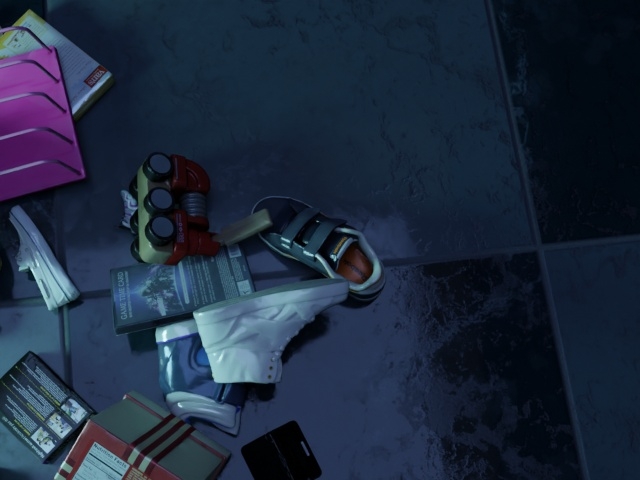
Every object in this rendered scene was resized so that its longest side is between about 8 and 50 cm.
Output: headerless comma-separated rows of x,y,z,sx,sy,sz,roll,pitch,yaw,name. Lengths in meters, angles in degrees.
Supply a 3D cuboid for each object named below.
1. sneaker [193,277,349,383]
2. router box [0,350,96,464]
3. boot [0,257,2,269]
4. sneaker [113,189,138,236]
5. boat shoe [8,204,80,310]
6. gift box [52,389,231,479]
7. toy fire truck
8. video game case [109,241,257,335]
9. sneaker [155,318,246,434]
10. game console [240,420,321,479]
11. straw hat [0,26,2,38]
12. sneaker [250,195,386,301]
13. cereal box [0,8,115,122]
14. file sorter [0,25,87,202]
-0.073,0.174,1.607,0.293,0.108,0.169,-14,95,-10,sneaker
-0.544,0.320,1.669,0.179,0.046,0.133,42,76,8,router box
-0.727,-0.060,1.670,0.104,0.211,0.295,-33,80,-5,boot
-0.402,-0.052,1.790,0.069,0.038,0.098,-35,80,-14,sneaker
-0.571,0.035,1.727,0.076,0.083,0.226,-34,80,-14,boat shoe
-0.345,0.444,1.548,0.255,0.258,0.276,36,97,6,gift box
-0.243,-0.062,1.753,0.247,0.158,0.216,8,61,-29,toy fire truck
-0.273,0.090,1.707,0.274,0.026,0.196,-13,35,-8,video game case
-0.152,0.252,1.693,0.323,0.130,0.236,-11,86,-13,sneaker
-0.076,0.432,1.696,0.107,0.071,0.122,-19,75,-41,game console
-0.761,-0.443,1.858,0.145,0.061,0.144,1,74,-5,straw hat
0.000,0.000,1.767,0.321,0.127,0.126,32,76,6,sneaker
-0.588,-0.358,1.855,0.240,0.047,0.173,39,77,5,cereal box
-0.618,-0.248,1.718,0.202,0.182,0.290,-15,84,1,file sorter
